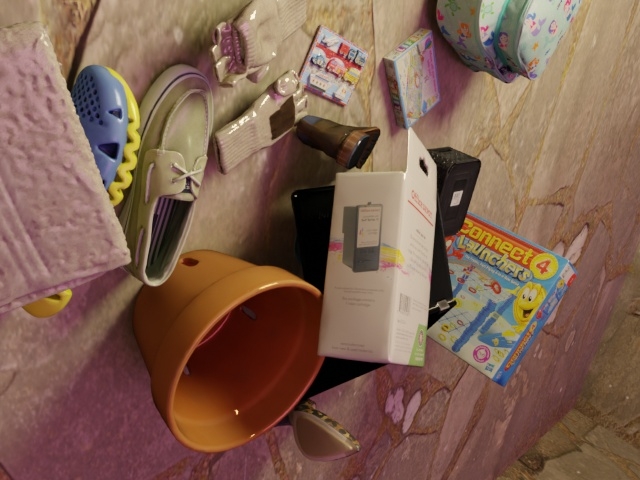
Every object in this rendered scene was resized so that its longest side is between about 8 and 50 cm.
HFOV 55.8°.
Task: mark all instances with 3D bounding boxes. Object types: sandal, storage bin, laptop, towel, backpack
[{"bbox_3d":[-0.317,-0.057,0.696,0.138,0.126,0.318,19,99,-47],"label":"sandal"},{"bbox_3d":[0.261,-0.102,1.306,0.122,0.084,0.180,-13,125,-41],"label":"storage bin"},{"bbox_3d":[0.060,0.104,1.197,0.381,0.236,0.408,-11,149,-40],"label":"laptop"},{"bbox_3d":[-0.315,-0.059,0.599,0.187,0.049,0.283,-21,127,-20],"label":"towel"},{"bbox_3d":[0.335,-0.423,1.092,0.253,0.191,0.225,23,99,-46],"label":"backpack"}]

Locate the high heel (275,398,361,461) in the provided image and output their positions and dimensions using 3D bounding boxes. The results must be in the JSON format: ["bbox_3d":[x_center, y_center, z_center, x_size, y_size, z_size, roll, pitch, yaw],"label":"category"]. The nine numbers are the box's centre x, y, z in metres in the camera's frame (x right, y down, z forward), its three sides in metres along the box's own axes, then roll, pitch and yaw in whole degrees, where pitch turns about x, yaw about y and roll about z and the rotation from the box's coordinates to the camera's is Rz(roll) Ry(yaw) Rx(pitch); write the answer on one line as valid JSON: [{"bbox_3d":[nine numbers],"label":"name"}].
[{"bbox_3d":[0.009,0.371,1.232,0.186,0.261,0.093,1,92,-52],"label":"high heel"}]

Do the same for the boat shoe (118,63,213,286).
[{"bbox_3d":[-0.199,-0.081,0.821,0.109,0.094,0.303,0,115,-47],"label":"boat shoe"}]

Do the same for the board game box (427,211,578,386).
[{"bbox_3d":[0.364,0.118,1.387,0.302,0.308,0.086,-57,140,-1],"label":"board game box"}]

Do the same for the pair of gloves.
[{"bbox_3d":[-0.076,-0.227,0.848,0.204,0.042,0.240,-45,152,-41],"label":"pair of gloves"}]

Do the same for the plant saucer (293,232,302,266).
[{"bbox_3d":[0.000,0.000,1.128,0.119,0.021,0.120,-10,113,-26],"label":"plant saucer"}]

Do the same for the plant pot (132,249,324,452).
[{"bbox_3d":[-0.156,0.145,0.936,0.290,0.203,0.291,-27,133,-33],"label":"plant pot"}]

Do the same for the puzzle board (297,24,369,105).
[{"bbox_3d":[0.024,-0.282,0.987,0.128,0.011,0.097,10,108,-49],"label":"puzzle board"}]

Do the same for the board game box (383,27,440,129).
[{"bbox_3d":[0.173,-0.297,1.122,0.103,0.026,0.154,-41,139,-19],"label":"board game box"}]

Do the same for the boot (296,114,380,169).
[{"bbox_3d":[0.035,-0.177,1.027,0.082,0.106,0.219,-62,172,13],"label":"boot"}]

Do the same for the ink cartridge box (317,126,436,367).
[{"bbox_3d":[0.102,0.018,0.975,0.207,0.119,0.354,29,65,-63],"label":"ink cartridge box"}]
